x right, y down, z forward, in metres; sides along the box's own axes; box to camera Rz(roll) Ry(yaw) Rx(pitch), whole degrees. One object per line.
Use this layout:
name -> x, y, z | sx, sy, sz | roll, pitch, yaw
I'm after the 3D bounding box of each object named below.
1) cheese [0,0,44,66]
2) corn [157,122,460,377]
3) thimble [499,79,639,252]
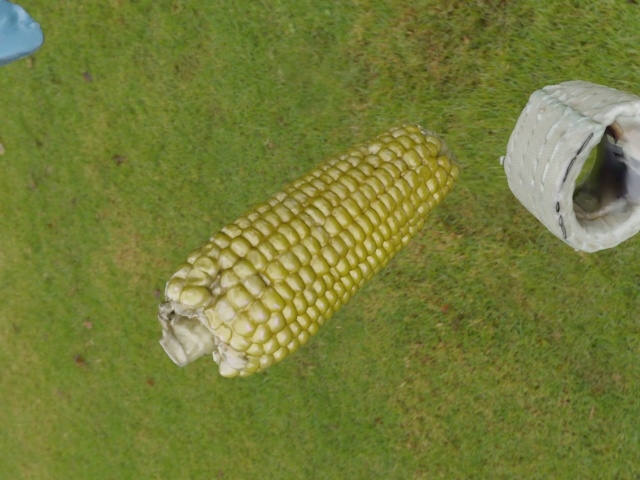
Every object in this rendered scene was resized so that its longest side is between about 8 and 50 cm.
cheese -> -0.237, -0.164, 0.267 | 0.245, 0.135, 0.052 | 56, 155, 8
corn -> 0.000, 0.000, 0.559 | 0.130, 0.347, 0.130 | 42, 154, 26
thimble -> 0.205, -0.058, 0.457 | 0.102, 0.090, 0.115 | -21, 120, 2
